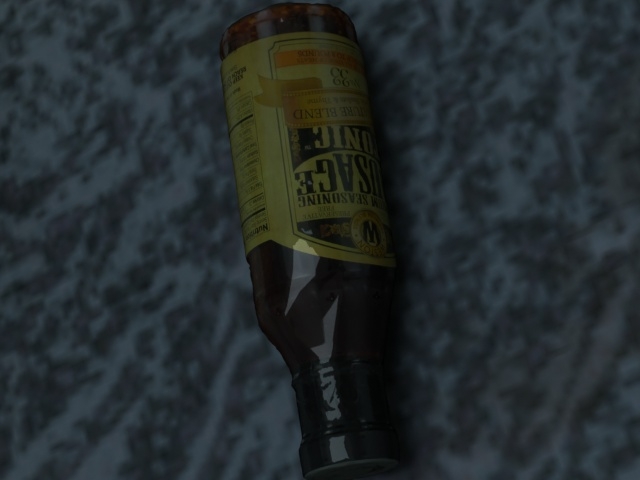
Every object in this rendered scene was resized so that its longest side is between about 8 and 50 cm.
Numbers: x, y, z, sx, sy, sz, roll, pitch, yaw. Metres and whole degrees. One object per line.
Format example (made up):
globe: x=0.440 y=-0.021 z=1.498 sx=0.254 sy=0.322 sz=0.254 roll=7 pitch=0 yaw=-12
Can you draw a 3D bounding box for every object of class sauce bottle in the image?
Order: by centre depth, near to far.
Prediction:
sauce bottle: x=0.000 y=0.000 z=0.477 sx=0.042 sy=0.042 sz=0.128 roll=-18 pitch=72 yaw=24
